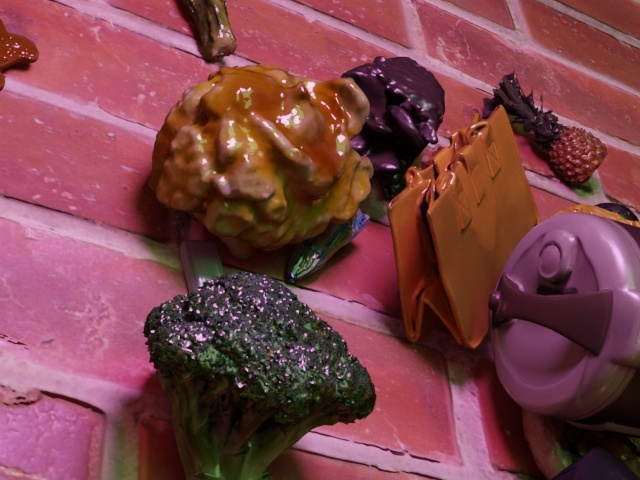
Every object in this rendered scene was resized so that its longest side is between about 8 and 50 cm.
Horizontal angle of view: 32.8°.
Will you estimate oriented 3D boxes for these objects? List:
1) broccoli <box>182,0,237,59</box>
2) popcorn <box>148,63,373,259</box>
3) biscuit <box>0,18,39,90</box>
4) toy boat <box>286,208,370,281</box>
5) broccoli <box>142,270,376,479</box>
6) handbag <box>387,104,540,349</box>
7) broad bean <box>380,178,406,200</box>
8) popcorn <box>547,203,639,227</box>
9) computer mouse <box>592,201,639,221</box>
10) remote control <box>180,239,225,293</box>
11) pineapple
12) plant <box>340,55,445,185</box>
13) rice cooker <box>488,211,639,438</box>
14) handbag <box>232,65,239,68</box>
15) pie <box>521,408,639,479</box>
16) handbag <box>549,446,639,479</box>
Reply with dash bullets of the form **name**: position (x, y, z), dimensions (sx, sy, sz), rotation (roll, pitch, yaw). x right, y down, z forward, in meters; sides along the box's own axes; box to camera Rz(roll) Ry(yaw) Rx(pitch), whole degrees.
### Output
- **broccoli**: position (-0.212, -0.459, 1.948), dimensions (0.145, 0.165, 0.304), rotation (4, 62, -45)
- **popcorn**: position (-0.096, -0.123, 1.622), dimensions (0.279, 0.274, 0.335), rotation (22, 24, 26)
- **biscuit**: position (-0.515, -0.267, 1.589), dimensions (0.138, 0.031, 0.205), rotation (37, 39, -3)
- **toy boat**: position (0.000, 0.000, 1.728), dimensions (0.084, 0.066, 0.210), rotation (16, 43, 24)
- **broccoli**: position (-0.085, 0.179, 1.342), dimensions (0.307, 0.308, 0.275), rotation (11, 81, -31)
- **handbag**: position (0.235, -0.034, 1.793), dimensions (0.401, 0.133, 0.283), rotation (-48, 133, -49)
- **broad bean**: position (0.203, -0.073, 1.973), dimensions (0.226, 0.039, 0.069), rotation (13, 55, -27)
- **popcorn**: position (0.498, 0.056, 1.957), dimensions (0.250, 0.250, 0.190), rotation (54, 6, 16)
- **computer mouse**: position (0.624, -0.045, 2.275), dimensions (0.135, 0.047, 0.079), rotation (12, 46, -27)
- **remote control**: position (-0.158, 0.070, 1.557), dimensions (0.061, 0.029, 0.162), rotation (5, 51, -34)
- **pineapple**: position (0.466, -0.231, 2.281), dimensions (0.277, 0.119, 0.130), rotation (41, 83, 3)
- **plant**: position (0.109, -0.205, 1.898), dimensions (0.199, 0.188, 0.276), rotation (34, 29, 3)
- **rice cooker**: position (0.439, 0.132, 1.648), dimensions (0.325, 0.335, 0.335), rotation (14, 46, -28)
- **handbag**: position (-0.138, -0.197, 1.773), dimensions (0.139, 0.115, 0.072), rotation (48, 30, -15)
- **pie**: position (0.460, 0.329, 1.767), dimensions (0.339, 0.077, 0.339), rotation (21, 43, -21)
- **handbag**: position (0.407, 0.440, 1.537), dimensions (0.254, 0.181, 0.181), rotation (39, 40, 2)
